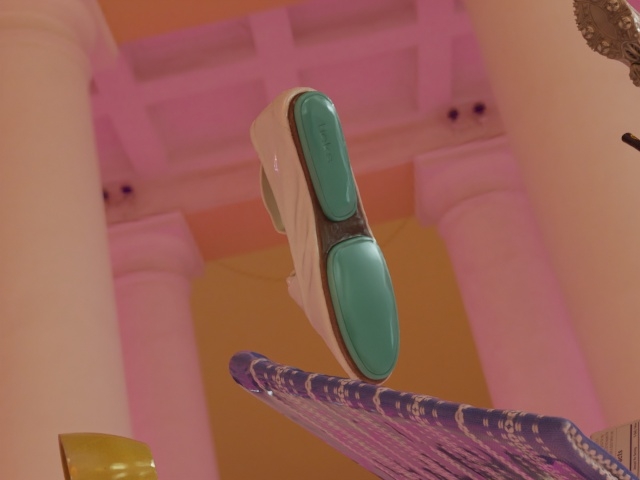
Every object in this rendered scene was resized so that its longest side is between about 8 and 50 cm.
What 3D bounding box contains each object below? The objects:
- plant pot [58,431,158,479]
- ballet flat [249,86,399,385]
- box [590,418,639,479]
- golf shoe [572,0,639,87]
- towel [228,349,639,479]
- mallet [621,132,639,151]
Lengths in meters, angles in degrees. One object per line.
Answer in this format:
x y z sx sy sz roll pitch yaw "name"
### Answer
-0.236 0.274 1.210 0.095 0.134 0.134 -11 -27 -18 "plant pot"
0.000 0.000 1.413 0.139 0.400 0.139 -15 1 0 "ballet flat"
0.294 0.200 0.875 0.137 0.072 0.126 -23 13 24 "box"
0.381 -0.246 1.307 0.086 0.176 0.069 -25 -16 -51 "golf shoe"
0.106 0.148 0.716 0.243 0.040 0.336 37 -20 -29 "towel"
0.462 -0.091 1.373 0.062 0.189 0.039 2 -60 -24 "mallet"
